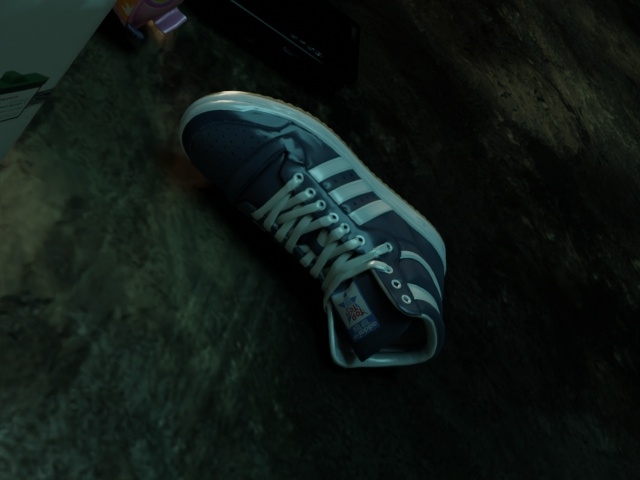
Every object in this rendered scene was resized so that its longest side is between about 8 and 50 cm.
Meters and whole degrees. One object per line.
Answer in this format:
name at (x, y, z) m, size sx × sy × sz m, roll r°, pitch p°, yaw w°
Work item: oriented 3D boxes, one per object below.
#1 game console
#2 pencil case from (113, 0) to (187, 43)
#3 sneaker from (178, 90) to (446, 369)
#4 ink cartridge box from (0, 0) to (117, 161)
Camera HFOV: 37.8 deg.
game console at (-0.044, -0.323, 1.076) m, size 0.213 × 0.044 × 0.361 m, roll 31°, pitch 38°, yaw -23°
pencil case at (-0.216, -0.314, 0.827) m, size 0.284 × 0.124 × 0.124 m, roll 46°, pitch 35°, yaw -3°
sneaker at (0.000, 0.000, 0.766) m, size 0.282 × 0.099 × 0.153 m, roll 34°, pitch 35°, yaw -24°
ink cartridge box at (-0.234, -0.131, 0.537) m, size 0.160 × 0.219 × 0.092 m, roll 55°, pitch 35°, yaw 10°
